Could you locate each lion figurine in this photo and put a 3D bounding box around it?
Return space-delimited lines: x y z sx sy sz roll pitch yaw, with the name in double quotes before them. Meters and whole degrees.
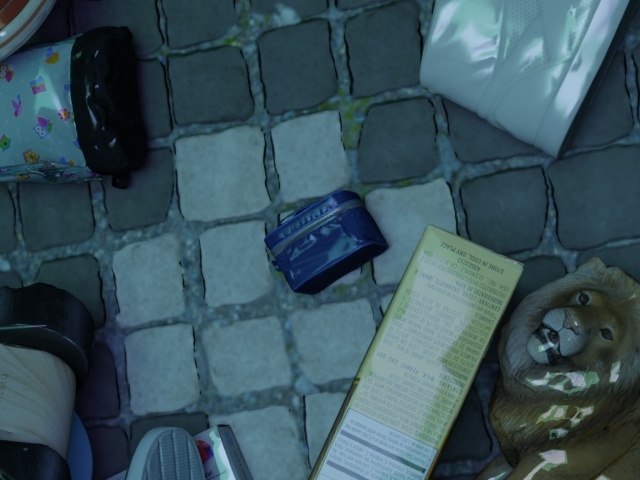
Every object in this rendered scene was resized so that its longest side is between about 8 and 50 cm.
"lion figurine" 0.241 0.227 1.197 0.240 0.142 0.392 -35 89 3

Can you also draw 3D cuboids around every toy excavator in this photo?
"toy excavator" -0.431 0.243 1.339 0.433 0.445 0.222 9 43 -10

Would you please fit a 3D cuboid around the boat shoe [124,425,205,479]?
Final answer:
"boat shoe" -0.151 0.270 1.281 0.076 0.083 0.226 -6 78 46

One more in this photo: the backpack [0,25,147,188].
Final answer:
"backpack" -0.259 -0.119 1.382 0.182 0.115 0.152 -6 85 19

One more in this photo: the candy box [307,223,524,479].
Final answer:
"candy box" 0.056 0.151 1.204 0.088 0.183 0.316 24 88 6

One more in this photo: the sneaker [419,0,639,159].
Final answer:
"sneaker" 0.187 -0.234 1.262 0.169 0.108 0.292 27 93 15

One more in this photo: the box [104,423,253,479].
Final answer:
"box" -0.111 0.276 1.332 0.145 0.038 0.186 -28 78 12

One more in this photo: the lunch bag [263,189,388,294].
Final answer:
"lunch bag" 0.000 0.000 1.314 0.098 0.067 0.065 -31 76 13

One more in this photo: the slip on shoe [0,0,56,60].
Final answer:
"slip on shoe" -0.283 -0.300 1.362 0.123 0.101 0.331 -15 58 39
